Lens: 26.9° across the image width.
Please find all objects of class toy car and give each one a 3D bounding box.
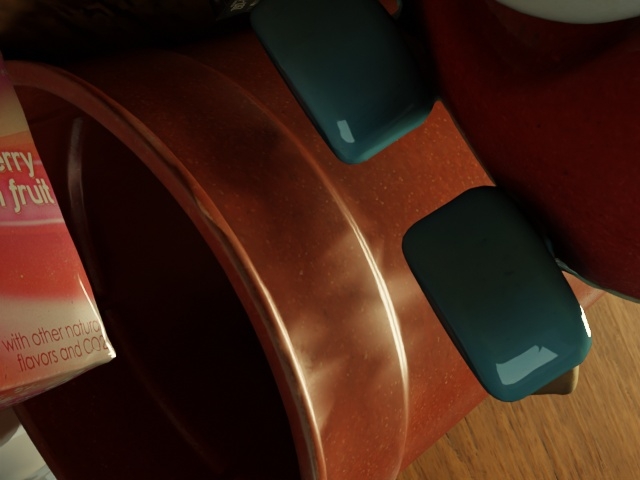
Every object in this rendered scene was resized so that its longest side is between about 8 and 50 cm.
[{"bbox_3d":[0.094,-0.093,0.403,0.219,0.210,0.238,-32,162,1],"label":"toy car"}]

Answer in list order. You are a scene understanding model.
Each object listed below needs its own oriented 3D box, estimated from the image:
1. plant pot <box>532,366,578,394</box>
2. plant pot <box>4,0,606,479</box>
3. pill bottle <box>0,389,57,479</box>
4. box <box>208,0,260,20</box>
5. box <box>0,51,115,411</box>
[{"bbox_3d":[0.068,-0.007,1.002,0.229,0.263,0.263,-5,177,6],"label":"plant pot"},{"bbox_3d":[0.000,0.000,0.663,0.265,0.272,0.272,-29,180,-35],"label":"plant pot"},{"bbox_3d":[-0.127,0.137,0.922,0.229,0.229,0.407,-23,146,15],"label":"pill bottle"},{"bbox_3d":[-0.006,-0.123,0.558,0.067,0.018,0.083,-19,174,-23],"label":"box"},{"bbox_3d":[-0.210,0.006,0.321,0.142,0.154,0.300,-25,173,27],"label":"box"}]
